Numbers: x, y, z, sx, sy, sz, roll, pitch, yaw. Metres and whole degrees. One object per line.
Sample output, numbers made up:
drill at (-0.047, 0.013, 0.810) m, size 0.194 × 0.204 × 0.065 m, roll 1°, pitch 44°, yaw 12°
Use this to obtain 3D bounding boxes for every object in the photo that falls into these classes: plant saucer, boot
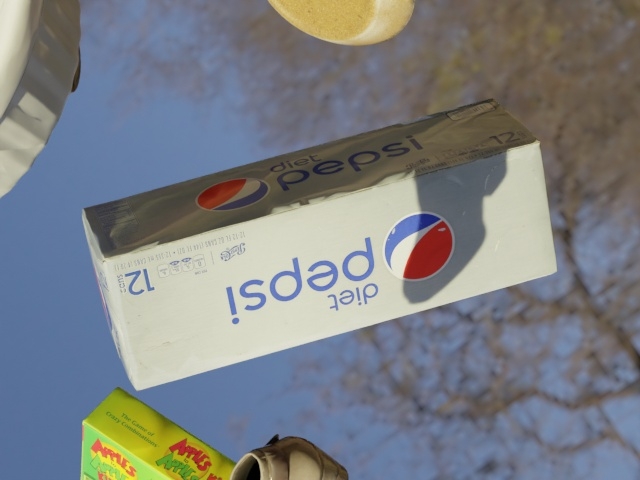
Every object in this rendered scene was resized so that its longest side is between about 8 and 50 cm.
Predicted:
plant saucer at (0.000, -0.112, 0.833) m, size 0.083 × 0.083 × 0.015 m, roll 47°, pitch -126°, yaw -11°
boot at (-0.034, 0.149, 1.007) m, size 0.042 × 0.118 × 0.087 m, roll 34°, pitch -167°, yaw 33°

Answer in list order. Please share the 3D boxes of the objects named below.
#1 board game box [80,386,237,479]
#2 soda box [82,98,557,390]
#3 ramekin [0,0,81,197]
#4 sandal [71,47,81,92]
board game box at (-0.090, 0.191, 1.439) m, size 0.181 × 0.092 × 0.043 m, roll 31°, pitch -129°, yaw 18°
soda box at (0.000, 0.000, 1.269) m, size 0.091 × 0.286 × 0.098 m, roll -125°, pitch 22°, yaw -62°
ramekin at (-0.249, -0.114, 1.038) m, size 0.273 × 0.273 × 0.127 m, roll 63°, pitch -171°, yaw 20°
sandal at (-0.243, -0.179, 1.372) m, size 0.219 × 0.060 × 0.090 m, roll 40°, pitch -137°, yaw -41°
